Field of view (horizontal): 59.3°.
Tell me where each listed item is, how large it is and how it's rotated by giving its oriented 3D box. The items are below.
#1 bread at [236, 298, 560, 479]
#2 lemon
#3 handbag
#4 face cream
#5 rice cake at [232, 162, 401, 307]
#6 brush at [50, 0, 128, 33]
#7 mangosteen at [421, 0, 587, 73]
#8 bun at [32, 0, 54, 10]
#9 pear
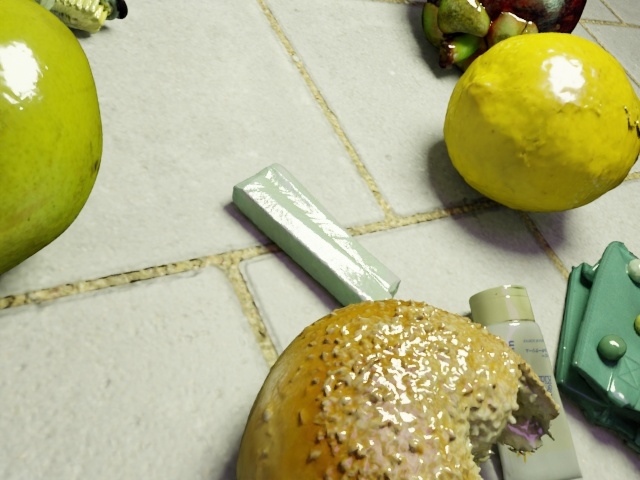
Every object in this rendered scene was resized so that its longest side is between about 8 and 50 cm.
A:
[{"bbox_3d":[0.067,0.139,0.487,0.313,0.171,0.192,-13,66,-36],"label":"bread"},{"bbox_3d":[0.319,-0.160,0.805,0.310,0.253,0.254,8,52,-31],"label":"lemon"},{"bbox_3d":[0.450,0.154,0.729,0.268,0.100,0.274,39,46,2],"label":"handbag"},{"bbox_3d":[0.229,0.166,0.635,0.114,0.070,0.224,4,63,-25],"label":"face cream"},{"bbox_3d":[0.000,0.001,0.645,0.221,0.042,0.080,43,43,9],"label":"rice cake"},{"bbox_3d":[-0.387,-0.319,0.679,0.296,0.068,0.060,20,70,-8],"label":"brush"},{"bbox_3d":[0.316,-0.450,1.006,0.300,0.300,0.301,15,50,-18],"label":"mangosteen"},{"bbox_3d":[-0.376,-0.307,0.577,0.282,0.179,0.284,-2,81,9],"label":"bun"},{"bbox_3d":[-0.283,-0.085,0.446,0.212,0.212,0.269,12,52,-20],"label":"pear"}]
